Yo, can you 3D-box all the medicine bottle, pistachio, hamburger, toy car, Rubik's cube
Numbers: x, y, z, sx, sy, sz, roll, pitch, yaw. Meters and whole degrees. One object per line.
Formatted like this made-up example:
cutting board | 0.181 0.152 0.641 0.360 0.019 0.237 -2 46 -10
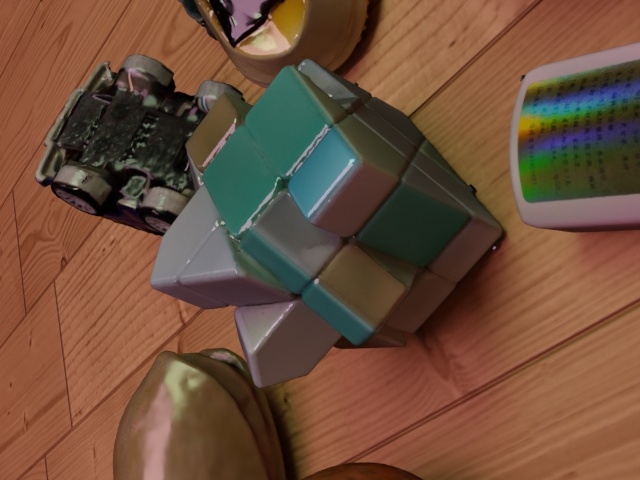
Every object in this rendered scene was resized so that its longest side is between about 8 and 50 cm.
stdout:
medicine bottle | 0.218 -0.066 0.600 0.219 0.078 0.115 -3 81 54
pistachio | -0.119 0.254 0.970 0.181 0.162 0.293 -6 80 27
hamburger | -0.046 -0.250 0.943 0.173 0.116 0.210 -46 65 31
toy car | -0.170 -0.081 1.070 0.235 0.158 0.172 19 72 16
Rubik's cube | 0.000 0.000 0.787 0.213 0.224 0.265 -50 44 18

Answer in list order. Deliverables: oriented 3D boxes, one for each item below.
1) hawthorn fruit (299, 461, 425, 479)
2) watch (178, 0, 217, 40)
hawthorn fruit | 0.023 0.296 0.715 0.235 0.263 0.231 20 127 27
watch | -0.100 -0.344 1.091 0.206 0.068 0.193 -40 58 49
